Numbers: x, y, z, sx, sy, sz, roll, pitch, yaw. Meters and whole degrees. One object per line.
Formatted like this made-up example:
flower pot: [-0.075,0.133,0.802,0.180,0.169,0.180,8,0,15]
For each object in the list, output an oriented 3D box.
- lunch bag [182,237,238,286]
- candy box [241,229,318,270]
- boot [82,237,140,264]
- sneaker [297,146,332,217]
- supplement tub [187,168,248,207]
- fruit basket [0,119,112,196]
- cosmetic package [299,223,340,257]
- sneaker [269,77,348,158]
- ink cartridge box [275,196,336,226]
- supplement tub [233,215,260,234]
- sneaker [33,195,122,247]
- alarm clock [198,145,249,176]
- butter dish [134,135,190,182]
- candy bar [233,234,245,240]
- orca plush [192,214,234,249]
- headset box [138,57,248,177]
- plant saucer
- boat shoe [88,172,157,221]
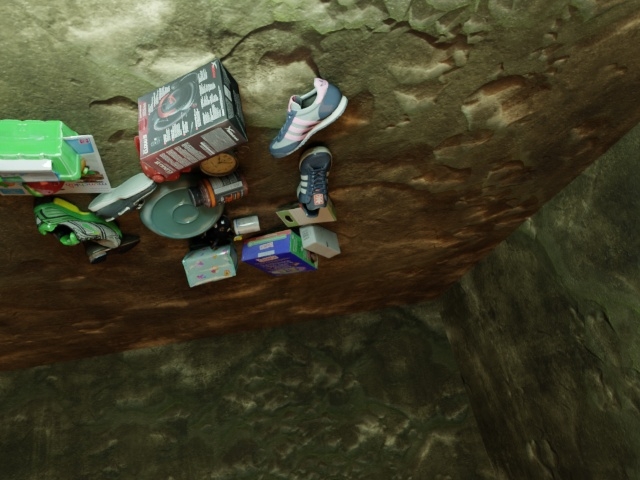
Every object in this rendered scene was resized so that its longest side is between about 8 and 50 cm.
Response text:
lunch bag: [-0.502,0.088,1.977,0.223,0.160,0.262,-13,-163,-4]
candy box: [-0.194,0.073,2.119,0.268,0.122,0.317,-10,158,22]
boot: [-0.872,0.008,1.768,0.219,0.106,0.082,-29,167,-44]
sneaker: [-0.015,-0.209,1.627,0.131,0.148,0.350,-8,154,-10]
supplement tub: [-0.365,-0.180,1.512,0.197,0.106,0.106,-22,160,-23]
fruit basket: [-0.814,-0.201,1.241,0.326,0.166,0.353,-4,157,-20]
cosmetic package: [0.000,0.000,2.111,0.085,0.118,0.231,-26,153,28]
sneaker: [-0.073,-0.382,1.320,0.319,0.112,0.131,-32,132,30]
ink cartridge box: [-0.060,-0.128,1.887,0.234,0.056,0.171,-6,157,14]
supplement tub: [-0.323,-0.067,1.865,0.107,0.071,0.071,-10,155,-5]
sneaker: [-0.894,-0.031,1.574,0.134,0.147,0.343,-23,154,20]
alarm clock: [-0.326,-0.281,1.423,0.191,0.064,0.129,-16,155,13]
butter dish: [-0.504,-0.237,1.344,0.159,0.118,0.160,6,152,-9]
candy bar: [-0.357,-0.024,1.916,0.040,0.018,0.161,-13,-169,5]
orca plush: [-0.475,-0.014,1.828,0.287,0.102,0.151,-15,140,40]
headset box: [-0.361,-0.320,1.143,0.293,0.218,0.110,-20,154,13]
plant saucer: [-0.512,-0.112,1.597,0.317,0.044,0.318,-17,142,-14]
boat shoe: [-0.664,-0.146,1.471,0.302,0.114,0.091,-13,134,27]
